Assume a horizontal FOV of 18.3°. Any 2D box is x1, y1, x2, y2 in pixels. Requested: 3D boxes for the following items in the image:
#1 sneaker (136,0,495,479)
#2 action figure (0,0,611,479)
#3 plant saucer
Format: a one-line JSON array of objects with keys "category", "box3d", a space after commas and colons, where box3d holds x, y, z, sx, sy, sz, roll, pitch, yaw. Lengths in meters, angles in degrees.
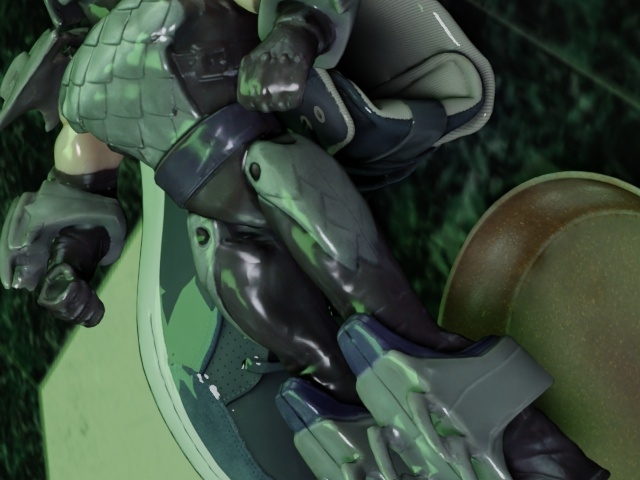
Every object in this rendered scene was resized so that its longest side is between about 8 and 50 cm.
[{"category": "sneaker", "box3d": [-0.002, 0.000, 0.772, 0.163, 0.086, 0.226, -6, 94, 54]}, {"category": "action figure", "box3d": [-0.022, -0.011, 0.667, 0.285, 0.099, 0.185, 53, 138, 7]}, {"category": "plant saucer", "box3d": [0.102, 0.058, 0.687, 0.168, 0.029, 0.168, 17, 111, 52]}]
